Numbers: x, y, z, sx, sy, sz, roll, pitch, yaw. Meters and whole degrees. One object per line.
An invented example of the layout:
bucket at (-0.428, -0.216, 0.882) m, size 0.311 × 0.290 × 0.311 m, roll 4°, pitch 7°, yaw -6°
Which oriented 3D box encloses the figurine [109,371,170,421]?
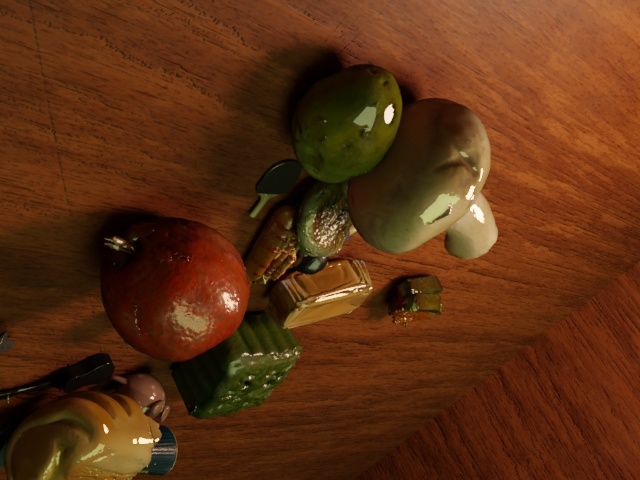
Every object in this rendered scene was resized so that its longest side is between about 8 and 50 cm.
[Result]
figurine at (-0.423, 0.369, 2.176) m, size 0.125 × 0.138 × 0.125 m, roll -59°, pitch 164°, yaw -28°

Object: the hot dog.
hot dog at (-0.088, 0.016, 1.962) m, size 0.104 × 0.076 × 0.250 m, roll -9°, pitch 144°, yaw -39°

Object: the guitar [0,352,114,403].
guitar at (-0.575, 0.308, 2.003) m, size 0.271 × 0.038 × 0.084 m, roll -16°, pitch 149°, yaw -27°

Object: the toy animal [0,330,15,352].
toy animal at (-0.688, 0.187, 1.619) m, size 0.367 × 0.081 × 0.206 m, roll -10°, pitch 158°, yaw -36°

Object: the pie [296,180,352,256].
pie at (0.019, -0.050, 1.906) m, size 0.187 × 0.041 × 0.187 m, roll -28°, pitch 128°, yaw -43°

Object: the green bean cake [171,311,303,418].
green bean cake at (-0.200, 0.301, 2.252) m, size 0.247 × 0.156 × 0.250 m, roll -2°, pitch 142°, yaw -47°

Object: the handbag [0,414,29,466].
handbag at (-0.652, 0.457, 2.174) m, size 0.144 × 0.057 × 0.221 m, roll -50°, pitch 147°, yaw 20°

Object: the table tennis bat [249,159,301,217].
table tennis bat at (-0.094, -0.100, 1.820) m, size 0.087 × 0.013 × 0.156 m, roll 0°, pitch 140°, yaw -47°

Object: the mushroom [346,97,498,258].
mushroom at (0.185, -0.114, 1.795) m, size 0.315 × 0.315 × 0.356 m, roll -29°, pitch 162°, yaw -3°

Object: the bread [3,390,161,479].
bread at (-0.546, 0.452, 2.052) m, size 0.270 × 0.211 × 0.315 m, roll 21°, pitch 117°, yaw -46°

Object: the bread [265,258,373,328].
bread at (-0.003, 0.121, 2.195) m, size 0.241 × 0.107 × 0.136 m, roll -12°, pitch 151°, yaw -32°

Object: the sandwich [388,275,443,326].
sandwich at (0.244, 0.163, 2.542) m, size 0.160 × 0.109 × 0.185 m, roll -22°, pitch 162°, yaw 30°

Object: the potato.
potato at (0.043, -0.205, 1.633) m, size 0.186 × 0.148 × 0.253 m, roll 22°, pitch 134°, yaw -19°

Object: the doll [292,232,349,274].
doll at (0.000, 0.000, 2.018) m, size 0.179 × 0.089 × 0.102 m, roll -52°, pitch 180°, yaw -3°

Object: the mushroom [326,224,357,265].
mushroom at (0.036, 0.008, 2.099) m, size 0.187 × 0.061 × 0.060 m, roll -36°, pitch 148°, yaw 1°

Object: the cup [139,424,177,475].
cup at (-0.489, 0.552, 2.444) m, size 0.176 × 0.131 × 0.155 m, roll -18°, pitch 160°, yaw 36°

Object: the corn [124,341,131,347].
corn at (-0.298, 0.148, 1.956) m, size 0.260 × 0.091 × 0.091 m, roll -25°, pitch 119°, yaw -22°

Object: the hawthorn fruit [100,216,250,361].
hawthorn fruit at (-0.282, 0.069, 1.672) m, size 0.276 × 0.276 × 0.307 m, roll -32°, pitch 140°, yaw 2°
